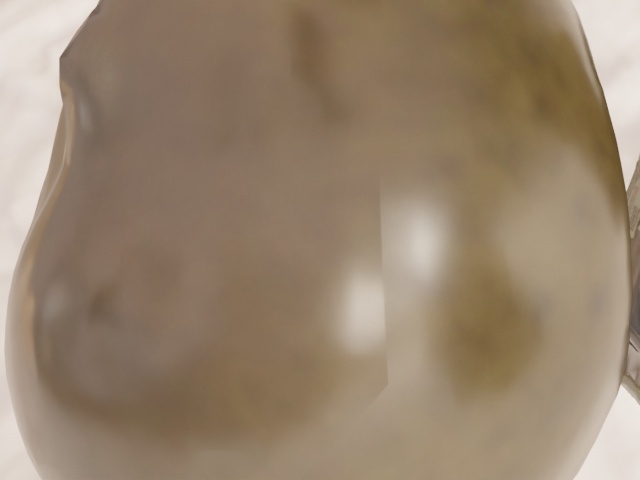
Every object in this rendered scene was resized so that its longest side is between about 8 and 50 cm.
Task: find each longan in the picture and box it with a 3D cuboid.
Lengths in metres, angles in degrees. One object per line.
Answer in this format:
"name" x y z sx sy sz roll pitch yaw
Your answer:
"longan" 0.000 0.000 0.860 0.289 0.350 0.288 4 -3 0

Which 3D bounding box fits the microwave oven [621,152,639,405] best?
"microwave oven" 0.317 -0.028 1.210 0.238 0.295 0.181 16 10 -10
